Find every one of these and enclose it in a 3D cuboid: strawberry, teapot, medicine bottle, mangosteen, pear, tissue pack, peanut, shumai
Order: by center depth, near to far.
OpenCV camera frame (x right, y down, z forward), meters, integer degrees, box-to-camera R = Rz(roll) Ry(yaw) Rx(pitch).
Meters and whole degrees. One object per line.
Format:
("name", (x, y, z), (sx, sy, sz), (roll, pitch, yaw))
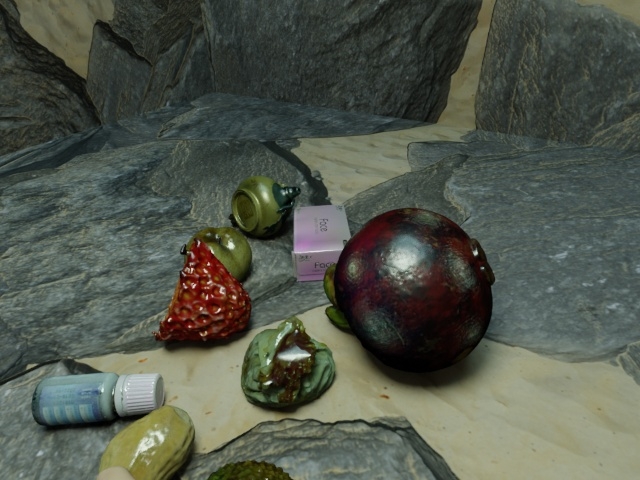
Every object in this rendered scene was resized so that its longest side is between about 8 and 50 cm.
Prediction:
("peanut", (-0.277, 0.349, 0.676), (0.117, 0.101, 0.263), (-16, 25, 29))
("medicine bottle", (-0.380, 0.271, 0.826), (0.203, 0.083, 0.083), (-5, 31, -1))
("shumai", (-0.072, 0.206, 0.859), (0.184, 0.141, 0.184), (1, 32, 0))
("mangosteen", (0.142, 0.105, 0.896), (0.360, 0.306, 0.306), (-28, 24, 21))
("strawberry", (-0.228, 0.115, 0.993), (0.178, 0.233, 0.234), (19, 27, -14))
("pear", (-0.248, 0.040, 1.157), (0.167, 0.136, 0.167), (1, 34, -1))
("tissue pack", (0.000, 0.000, 1.249), (0.149, 0.092, 0.246), (-5, 31, -1))
("teapot", (-0.156, -0.101, 1.368), (0.183, 0.173, 0.269), (-21, -1, -41))

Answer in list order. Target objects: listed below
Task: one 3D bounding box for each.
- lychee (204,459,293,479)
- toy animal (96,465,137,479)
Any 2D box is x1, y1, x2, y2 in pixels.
("lychee", (-0.100, 0.360, 0.599), (0.171, 0.171, 0.171), (-2, 31, 1))
("toy animal", (-0.288, 0.395, 0.461), (0.326, 0.237, 0.269), (-25, 33, -9))
